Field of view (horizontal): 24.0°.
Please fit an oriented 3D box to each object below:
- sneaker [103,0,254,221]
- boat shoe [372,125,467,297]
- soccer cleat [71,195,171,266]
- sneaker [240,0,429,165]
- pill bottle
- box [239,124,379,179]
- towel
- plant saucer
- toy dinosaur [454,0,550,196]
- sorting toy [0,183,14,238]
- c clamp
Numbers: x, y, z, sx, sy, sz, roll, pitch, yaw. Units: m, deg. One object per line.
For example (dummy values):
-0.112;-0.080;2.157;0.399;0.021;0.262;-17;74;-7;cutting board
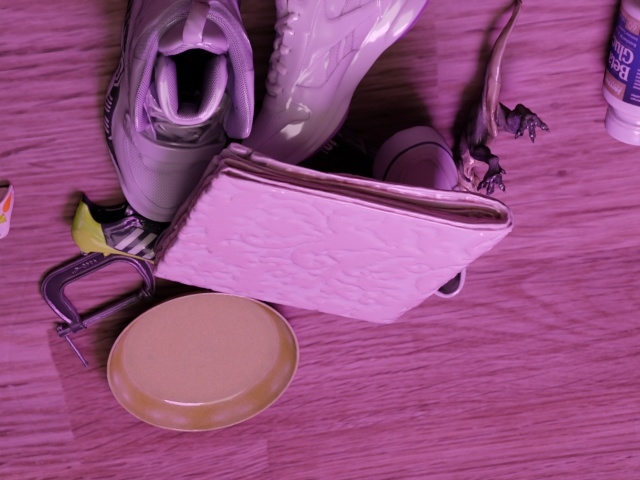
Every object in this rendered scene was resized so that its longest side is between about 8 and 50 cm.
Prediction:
-0.152;-0.133;1.564;0.137;0.210;0.366;4;127;-11;sneaker
0.124;-0.025;1.721;0.096;0.088;0.267;-22;146;-8;boat shoe
-0.200;-0.011;1.751;0.178;0.060;0.072;7;118;-12;soccer cleat
-0.015;-0.204;1.571;0.152;0.114;0.305;35;90;-22;sneaker
0.365;-0.194;1.667;0.094;0.094;0.169;0;127;-8;pill bottle
-0.021;-0.057;1.748;0.190;0.045;0.184;33;118;-29;box
0.000;0.000;1.627;0.317;0.053;0.332;12;158;-15;towel
-0.148;0.144;1.884;0.241;0.037;0.241;-7;131;-8;plant saucer
0.195;-0.125;1.680;0.064;0.118;0.268;-1;129;-20;toy dinosaur
-0.391;-0.024;1.729;0.083;0.045;0.075;-5;147;-4;sorting toy
-0.265;0.070;1.830;0.160;0.022;0.137;-30;120;16;c clamp
